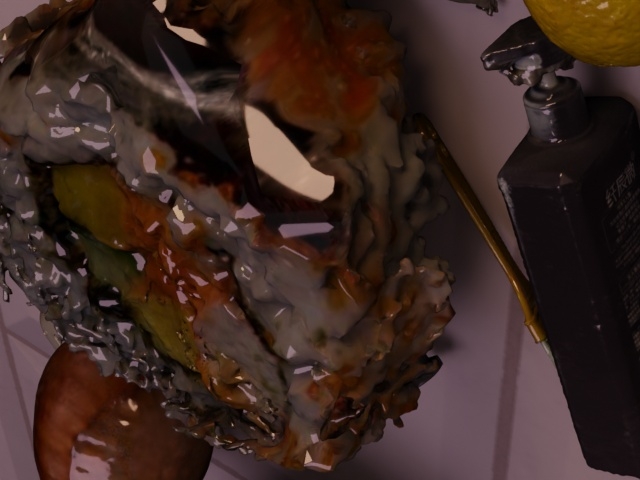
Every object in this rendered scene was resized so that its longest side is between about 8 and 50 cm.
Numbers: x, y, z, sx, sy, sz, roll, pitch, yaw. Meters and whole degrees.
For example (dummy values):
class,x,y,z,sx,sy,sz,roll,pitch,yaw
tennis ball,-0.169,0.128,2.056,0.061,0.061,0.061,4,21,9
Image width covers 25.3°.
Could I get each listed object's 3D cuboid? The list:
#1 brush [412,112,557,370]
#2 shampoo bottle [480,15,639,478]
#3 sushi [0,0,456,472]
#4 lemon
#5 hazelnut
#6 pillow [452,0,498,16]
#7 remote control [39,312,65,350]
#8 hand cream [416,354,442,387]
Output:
class,x,y,z,sx,sy,sz,roll,pitch,yaw
brush,0.123,0.005,0.992,0.010,0.082,0.218,-31,94,17
shampoo bottle,0.173,0.001,0.896,0.071,0.098,0.309,7,129,39
sushi,-0.080,-0.013,1.027,0.417,0.176,0.417,26,135,29
lemon,0.156,-0.153,0.754,0.109,0.109,0.133,17,143,36
hazelnut,-0.200,0.190,1.414,0.214,0.176,0.214,-3,86,42
pillow,0.009,-0.232,0.888,0.230,0.050,0.148,28,151,28
remote control,-0.227,0.153,1.527,0.078,0.042,0.221,-17,112,54
hand cream,0.000,0.000,1.124,0.276,0.059,0.095,54,144,-2
